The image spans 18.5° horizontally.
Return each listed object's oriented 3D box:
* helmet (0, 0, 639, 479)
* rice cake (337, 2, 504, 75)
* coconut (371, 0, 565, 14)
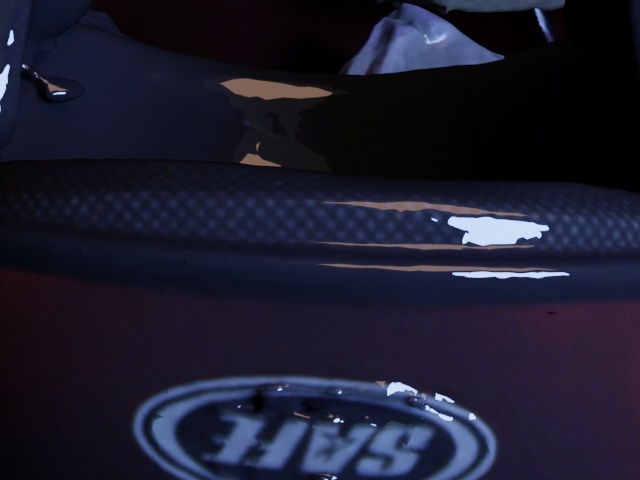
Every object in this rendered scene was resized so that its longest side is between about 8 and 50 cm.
[{"bbox_3d":[0.000,0.000,0.418,0.189,0.193,0.216,4,15,-2],"label":"helmet"},{"bbox_3d":[0.125,-0.001,0.634,0.270,0.049,0.055,23,59,-10],"label":"rice cake"},{"bbox_3d":[0.084,-0.241,0.628,0.346,0.346,0.360,4,35,-32],"label":"coconut"}]
